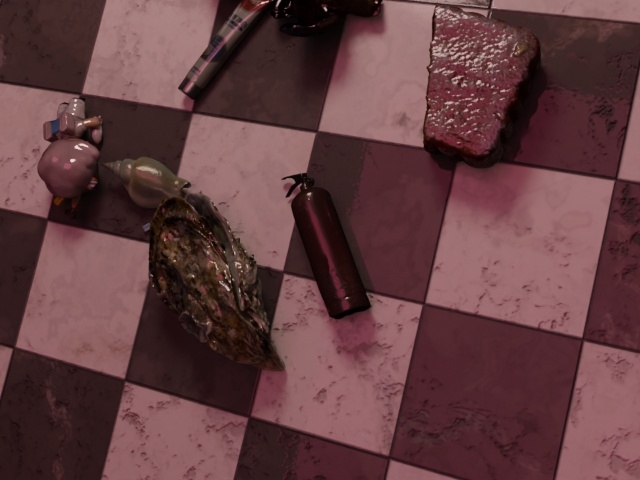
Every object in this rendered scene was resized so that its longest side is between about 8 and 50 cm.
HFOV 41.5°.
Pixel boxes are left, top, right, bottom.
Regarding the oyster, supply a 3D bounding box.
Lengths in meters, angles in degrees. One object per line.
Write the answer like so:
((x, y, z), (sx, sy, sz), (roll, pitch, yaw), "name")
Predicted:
((-0.174, 0.080, 1.416), (0.351, 0.158, 0.162), (53, 142, 11), "oyster")

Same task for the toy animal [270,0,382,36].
((0.012, -0.417, 1.462), (0.179, 0.116, 0.219), (20, 58, -6), "toy animal")

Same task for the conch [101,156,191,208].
((-0.320, -0.107, 1.523), (0.180, 0.065, 0.088), (19, 86, 14), "conch")

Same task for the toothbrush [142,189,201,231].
((-0.267, -0.054, 1.525), (0.131, 0.011, 0.013), (-32, 94, 11), "toothbrush")

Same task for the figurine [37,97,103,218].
((-0.463, -0.160, 1.561), (0.137, 0.112, 0.229), (-14, 67, 21), "figurine")

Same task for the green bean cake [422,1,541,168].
((0.230, -0.242, 1.342), (0.198, 0.097, 0.233), (19, 88, 19), "green bean cake")

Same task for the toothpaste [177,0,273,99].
((-0.173, -0.359, 1.530), (0.062, 0.039, 0.239), (39, 93, 27), "toothpaste")

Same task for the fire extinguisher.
((0.000, 0.000, 1.399), (0.089, 0.072, 0.268), (-37, 68, 48), "fire extinguisher")
